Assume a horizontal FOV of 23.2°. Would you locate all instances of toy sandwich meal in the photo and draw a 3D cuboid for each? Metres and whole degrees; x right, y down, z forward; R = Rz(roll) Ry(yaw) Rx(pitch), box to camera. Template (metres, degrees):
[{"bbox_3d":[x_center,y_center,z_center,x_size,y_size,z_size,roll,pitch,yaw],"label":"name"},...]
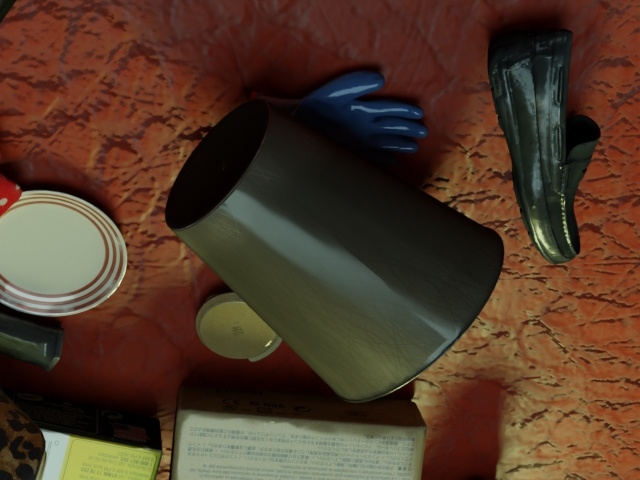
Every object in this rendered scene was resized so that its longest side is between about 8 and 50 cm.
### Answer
[{"bbox_3d":[-0.072,0.075,1.424,0.085,0.029,0.086,1,125,2],"label":"toy sandwich meal"}]

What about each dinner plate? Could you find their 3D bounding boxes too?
[{"bbox_3d":[-0.240,0.009,1.370,0.141,0.017,0.141,-1,126,-2],"label":"dinner plate"}]

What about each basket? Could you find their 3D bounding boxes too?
[{"bbox_3d":[0.000,0.000,1.270,0.227,0.154,0.204,38,121,-26],"label":"basket"}]

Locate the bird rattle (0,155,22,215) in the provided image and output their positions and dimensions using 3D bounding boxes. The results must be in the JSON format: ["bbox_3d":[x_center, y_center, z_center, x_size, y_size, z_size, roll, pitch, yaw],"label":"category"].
[{"bbox_3d":[-0.380,-0.069,1.264,0.207,0.143,0.253,-17,137,29],"label":"bird rattle"}]

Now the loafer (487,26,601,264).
[{"bbox_3d":[0.195,-0.075,1.292,0.078,0.076,0.223,-9,124,13],"label":"loafer"}]

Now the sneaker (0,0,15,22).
[{"bbox_3d":[-0.265,-0.269,1.117,0.136,0.116,0.314,18,118,-4],"label":"sneaker"}]

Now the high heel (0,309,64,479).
[{"bbox_3d":[-0.328,0.155,1.329,0.186,0.261,0.093,19,137,-19],"label":"high heel"}]

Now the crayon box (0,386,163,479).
[{"bbox_3d":[-0.287,0.306,1.493,0.202,0.081,0.319,14,105,-12],"label":"crayon box"}]

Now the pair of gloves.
[{"bbox_3d":[0.002,-0.063,1.326,0.159,0.023,0.198,6,128,-10],"label":"pair of gloves"}]

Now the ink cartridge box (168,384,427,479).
[{"bbox_3d":[-0.027,0.245,1.475,0.234,0.088,0.193,5,102,-7],"label":"ink cartridge box"}]
